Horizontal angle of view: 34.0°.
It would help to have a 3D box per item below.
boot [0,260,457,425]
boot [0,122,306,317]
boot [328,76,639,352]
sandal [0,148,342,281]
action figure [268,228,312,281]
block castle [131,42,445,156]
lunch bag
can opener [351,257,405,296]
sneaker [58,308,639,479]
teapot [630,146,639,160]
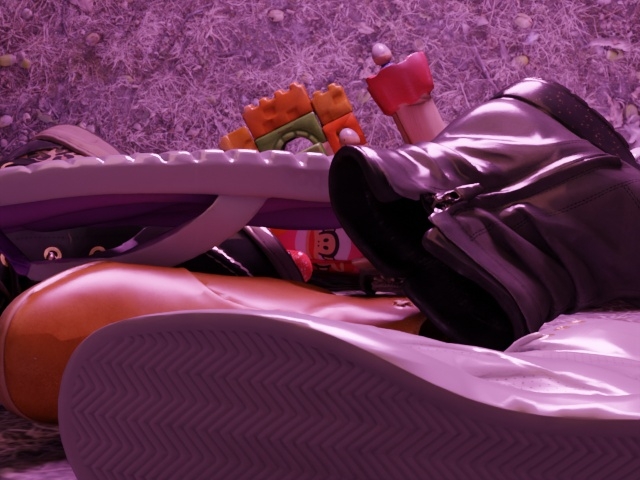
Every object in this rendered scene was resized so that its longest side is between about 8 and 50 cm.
[{"bbox_3d":[-0.039,0.064,0.677,0.211,0.104,0.295,0,0,28],"label":"boot"},{"bbox_3d":[-0.226,0.032,0.911,0.377,0.138,0.284,32,40,28],"label":"boot"},{"bbox_3d":[0.179,0.027,0.678,0.338,0.118,0.223,34,41,27],"label":"boot"},{"bbox_3d":[-0.119,-0.006,0.794,0.416,0.102,0.169,-5,-7,-16],"label":"sandal"},{"bbox_3d":[-0.122,-0.020,1.064,0.280,0.139,0.091,11,17,35],"label":"action figure"},{"bbox_3d":[-0.039,-0.121,1.516,0.453,0.212,0.303,-26,3,6],"label":"block castle"},{"bbox_3d":[0.041,-0.002,1.189,0.258,0.120,0.293,4,-6,31],"label":"lunch bag"},{"bbox_3d":[0.099,0.027,0.847,0.074,0.093,0.280,-2,-16,21],"label":"can opener"},{"bbox_3d":[0.055,0.083,0.434,0.293,0.108,0.169,9,5,13],"label":"sneaker"},{"bbox_3d":[0.377,-0.088,1.580,0.253,0.187,0.256,27,21,15],"label":"teapot"}]
